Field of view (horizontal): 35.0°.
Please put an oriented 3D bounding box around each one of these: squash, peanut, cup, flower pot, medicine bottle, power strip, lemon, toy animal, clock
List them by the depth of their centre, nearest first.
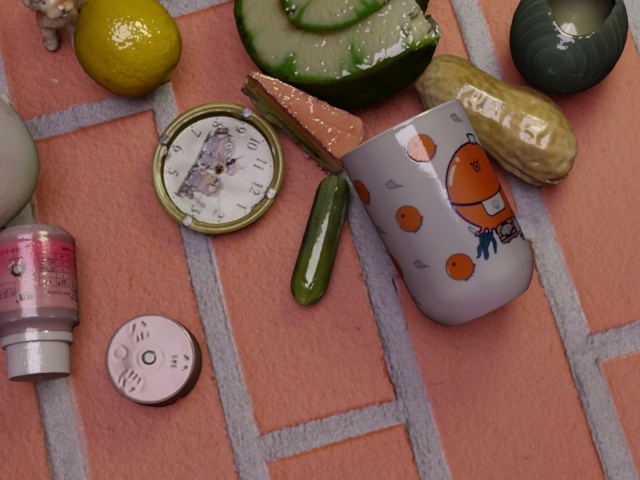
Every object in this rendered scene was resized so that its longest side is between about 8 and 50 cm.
[{"bbox_3d":[0.193,-0.035,1.608,0.212,0.212,0.317,-26,91,-2],"label":"cup"},{"bbox_3d":[-0.275,0.196,1.672,0.154,0.078,0.154,-1,77,4],"label":"power strip"},{"bbox_3d":[-0.470,0.104,1.675,0.147,0.147,0.247,-7,75,2],"label":"medicine bottle"},{"bbox_3d":[0.411,-0.344,1.688,0.189,0.157,0.243,22,49,11],"label":"flower pot"},{"bbox_3d":[0.291,-0.209,1.702,0.313,0.149,0.149,30,80,15],"label":"peanut"},{"bbox_3d":[0.000,0.000,1.707,0.066,0.066,0.229,12,76,7],"label":"squash"},{"bbox_3d":[-0.337,-0.344,1.753,0.203,0.178,0.178,40,82,-3],"label":"lemon"},{"bbox_3d":[-0.175,-0.122,1.753,0.237,0.057,0.237,-1,78,5],"label":"clock"},{"bbox_3d":[-0.467,-0.450,1.786,0.104,0.185,0.184,-3,75,7],"label":"toy animal"}]

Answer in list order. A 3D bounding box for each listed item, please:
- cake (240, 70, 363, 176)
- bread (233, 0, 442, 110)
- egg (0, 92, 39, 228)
[{"bbox_3d":[-0.027,-0.216,1.710,0.225,0.109,0.090,41,78,-9],"label":"cake"},{"bbox_3d":[0.040,-0.406,1.726,0.382,0.129,0.366,32,84,25],"label":"bread"},{"bbox_3d":[-0.634,-0.132,1.656,0.340,0.354,0.354,12,77,-14],"label":"egg"}]
